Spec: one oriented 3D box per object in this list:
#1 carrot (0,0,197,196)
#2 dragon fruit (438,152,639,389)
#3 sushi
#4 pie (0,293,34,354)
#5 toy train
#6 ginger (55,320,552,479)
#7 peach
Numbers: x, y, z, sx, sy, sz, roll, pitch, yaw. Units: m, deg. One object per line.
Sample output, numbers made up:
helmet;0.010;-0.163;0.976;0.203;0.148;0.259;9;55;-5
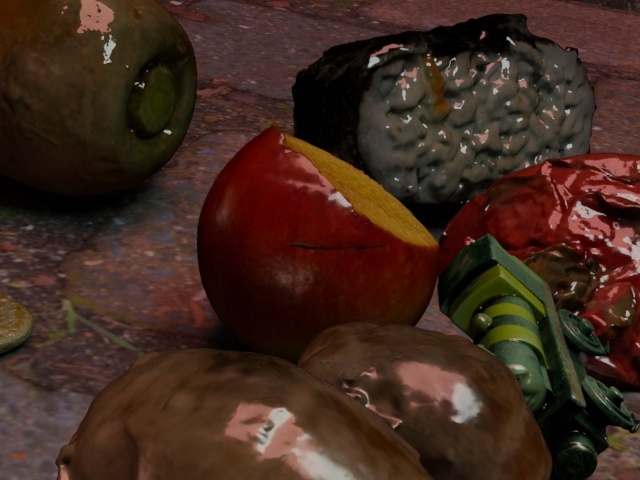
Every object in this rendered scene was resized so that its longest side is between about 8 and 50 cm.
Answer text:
carrot;-0.294;-0.168;1.144;0.341;0.224;0.224;17;24;25
dragon fruit;0.250;0.017;1.001;0.317;0.152;0.205;14;25;11
sushi;0.124;-0.128;1.220;0.350;0.210;0.171;-10;12;-31
pie;-0.257;0.063;0.876;0.085;0.017;0.085;6;23;-3
toy train;0.148;0.088;0.828;0.132;0.083;0.200;39;17;-12
ginger;0.016;0.132;0.676;0.245;0.155;0.304;16;15;32
peach;0.000;0.000;0.895;0.190;0.192;0.190;4;36;-3
